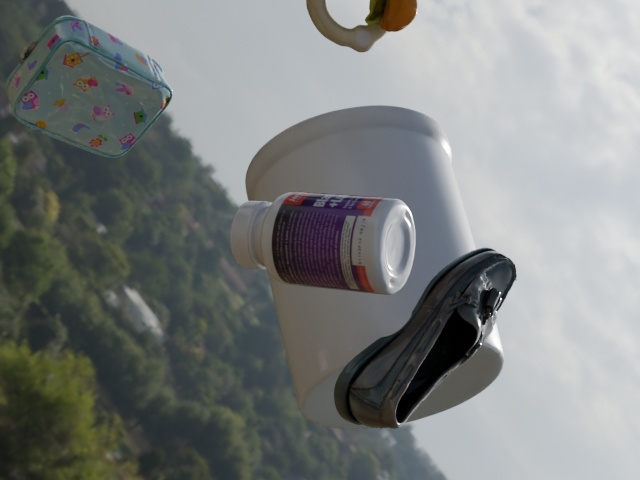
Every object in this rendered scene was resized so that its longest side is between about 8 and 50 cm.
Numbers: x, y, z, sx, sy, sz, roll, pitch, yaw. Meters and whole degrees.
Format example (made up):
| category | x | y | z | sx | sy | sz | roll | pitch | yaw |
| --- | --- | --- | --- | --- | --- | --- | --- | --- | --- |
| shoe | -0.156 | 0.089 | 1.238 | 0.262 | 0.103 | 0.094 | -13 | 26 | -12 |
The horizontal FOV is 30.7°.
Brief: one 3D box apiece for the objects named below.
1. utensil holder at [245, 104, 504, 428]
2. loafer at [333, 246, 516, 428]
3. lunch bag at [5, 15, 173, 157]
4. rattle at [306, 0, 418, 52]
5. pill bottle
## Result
| category | x | y | z | sx | sy | sz | roll | pitch | yaw |
| --- | --- | --- | --- | --- | --- | --- | --- | --- | --- |
| utensil holder | 0.080 | 0.045 | 1.739 | 0.327 | 0.327 | 0.385 | 59 | 15 | -59 |
| loafer | 0.133 | 0.109 | 1.238 | 0.084 | 0.267 | 0.096 | 16 | -41 | 49 |
| lunch bag | -0.441 | -0.281 | 2.185 | 0.279 | 0.224 | 0.108 | 24 | 30 | -41 |
| rattle | 0.021 | -0.339 | 1.526 | 0.200 | 0.130 | 0.143 | 45 | 14 | -12 |
| pill bottle | 0.000 | 0.000 | 1.318 | 0.193 | 0.108 | 0.108 | 5 | -31 | 27 |
